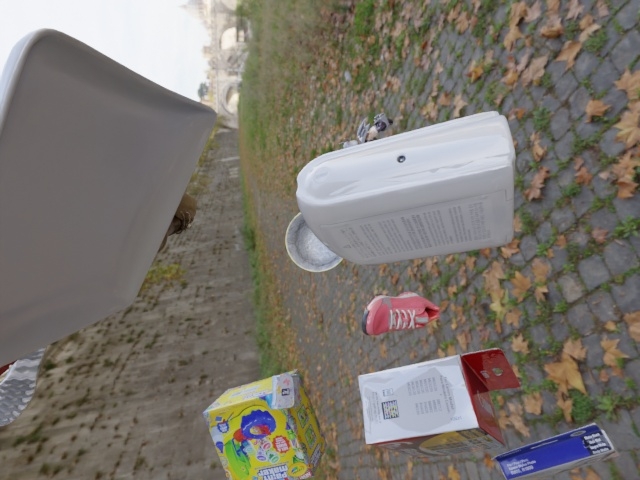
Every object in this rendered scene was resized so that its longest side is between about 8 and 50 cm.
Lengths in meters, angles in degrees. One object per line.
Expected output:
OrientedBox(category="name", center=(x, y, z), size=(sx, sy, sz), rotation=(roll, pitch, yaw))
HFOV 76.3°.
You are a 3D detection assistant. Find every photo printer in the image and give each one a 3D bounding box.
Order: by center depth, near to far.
OrientedBox(category="photo printer", center=(0.130, -0.054, 0.634), size=(0.256, 0.308, 0.107), rotation=(46, -142, -55))

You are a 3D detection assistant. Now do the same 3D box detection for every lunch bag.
OrientedBox(category="lunch bag", center=(-0.080, 0.338, 0.913), size=(0.083, 0.053, 0.071), rotation=(31, -126, -60))

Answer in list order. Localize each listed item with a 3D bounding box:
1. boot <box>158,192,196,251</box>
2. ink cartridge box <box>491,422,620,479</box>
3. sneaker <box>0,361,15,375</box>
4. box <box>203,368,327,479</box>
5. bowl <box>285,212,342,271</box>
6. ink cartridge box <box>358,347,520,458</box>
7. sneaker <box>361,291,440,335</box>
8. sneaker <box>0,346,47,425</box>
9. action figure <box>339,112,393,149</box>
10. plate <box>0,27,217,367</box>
OrientedBox(category="boot", center=(-0.336, -0.056, 0.919), size=(0.112, 0.115, 0.305), rotation=(-56, 27, 18))
OrientedBox(category="ink cartridge box", center=(0.508, 0.464, 0.874), size=(0.223, 0.224, 0.045), rotation=(-33, 45, 22))
OrientedBox(category="sneaker", center=(-0.422, 0.088, 0.519), size=(0.128, 0.221, 0.087), rotation=(31, 159, 38))
OrientedBox(category="box", center=(-0.175, 0.618, 1.335), size=(0.279, 0.290, 0.177), rotation=(69, -164, 1))
OrientedBox(category="bowl", center=(0.000, 0.000, 1.088), size=(0.080, 0.170, 0.170), rotation=(17, -109, -75))
OrientedBox(category="ink cartridge box", center=(0.266, 0.343, 0.823), size=(0.309, 0.272, 0.130), rotation=(44, -147, -47))
OrientedBox(category="sneaker", center=(0.256, 0.224, 1.254), size=(0.136, 0.314, 0.115), rotation=(12, 103, 45))
OrientedBox(category="sneaker", center=(-0.957, 0.448, 1.314), size=(0.115, 0.105, 0.281), rotation=(-38, 35, 53))
OrientedBox(category="action figure", center=(0.188, -0.246, 1.109), size=(0.185, 0.285, 0.099), rotation=(104, 165, -49))
OrientedBox(category="plate", center=(-0.218, -0.026, 0.381), size=(0.277, 0.045, 0.278), rotation=(-61, -3, 10))
